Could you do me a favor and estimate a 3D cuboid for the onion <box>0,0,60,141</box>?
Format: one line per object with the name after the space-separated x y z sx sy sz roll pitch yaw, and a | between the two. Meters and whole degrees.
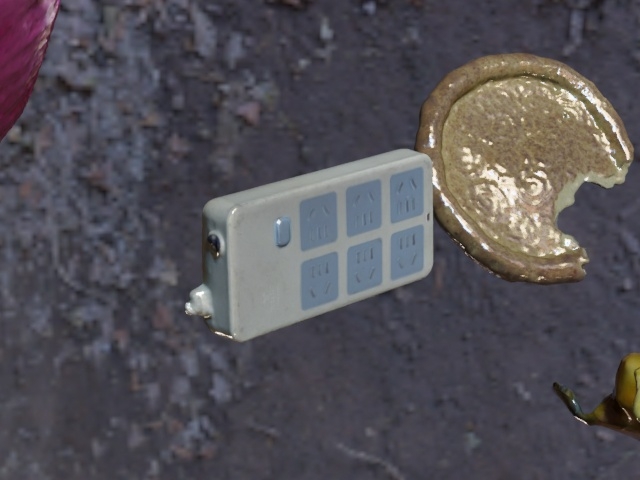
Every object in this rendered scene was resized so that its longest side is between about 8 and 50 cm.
-0.273 -0.099 0.578 0.348 0.348 0.385 -42 22 44 | onion

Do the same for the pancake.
0.234 -0.084 1.814 0.286 0.288 0.033 66 151 17 | pancake

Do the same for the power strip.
0.000 0.000 1.378 0.046 0.270 0.118 20 116 42 | power strip

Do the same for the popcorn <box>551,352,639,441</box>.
0.201 0.085 0.699 0.173 0.168 0.195 -38 43 16 | popcorn
